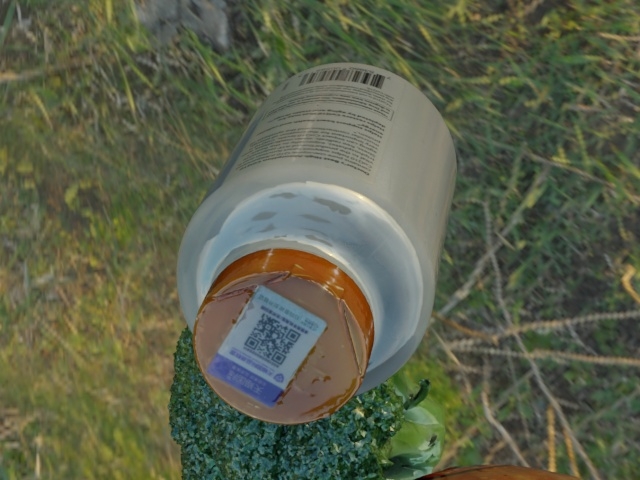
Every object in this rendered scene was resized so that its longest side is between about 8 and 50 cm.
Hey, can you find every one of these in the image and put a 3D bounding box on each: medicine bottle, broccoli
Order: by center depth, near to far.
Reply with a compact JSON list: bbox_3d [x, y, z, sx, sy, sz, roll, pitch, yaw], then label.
[{"bbox_3d":[0.000,0.000,0.842,0.157,0.288,0.157,4,116,9],"label":"medicine bottle"},{"bbox_3d":[-0.007,0.125,1.076,0.242,0.269,0.261,23,112,-18],"label":"broccoli"}]

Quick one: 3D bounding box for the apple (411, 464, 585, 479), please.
[{"bbox_3d":[0.115,0.287,0.915,0.309,0.250,0.277,19,95,-25],"label":"apple"}]
